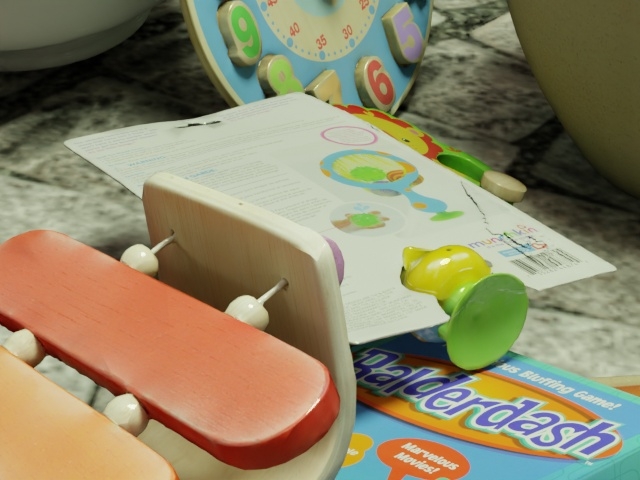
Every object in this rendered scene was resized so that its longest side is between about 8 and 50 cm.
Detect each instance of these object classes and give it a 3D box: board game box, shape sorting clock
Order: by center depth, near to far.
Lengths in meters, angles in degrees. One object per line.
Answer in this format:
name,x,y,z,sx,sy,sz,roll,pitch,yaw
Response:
board game box,0.013,0.099,0.626,0.210,0.047,0.160,-20,23,-34
shape sorting clock,-0.001,-0.152,0.913,0.040,0.206,0.206,-4,20,44

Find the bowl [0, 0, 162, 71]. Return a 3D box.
bowl,-0.178,-0.190,0.987,0.297,0.134,0.298,-2,36,2

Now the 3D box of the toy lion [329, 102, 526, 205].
toy lion,0.047,-0.042,0.881,0.100,0.034,0.096,14,22,-20

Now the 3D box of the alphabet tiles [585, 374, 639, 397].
alphabet tiles,0.276,0.119,0.702,0.285,0.011,0.342,-3,34,-12

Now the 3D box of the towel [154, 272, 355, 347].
towel,-0.014,0.026,0.791,0.148,0.027,0.110,-24,42,-36

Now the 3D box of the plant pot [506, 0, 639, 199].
plant pot,0.223,-0.125,0.905,0.284,0.191,0.284,3,33,-2

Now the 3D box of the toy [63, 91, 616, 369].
toy,0.000,0.000,0.749,0.137,0.056,0.237,-14,27,-32

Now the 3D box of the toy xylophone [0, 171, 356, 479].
toy xylophone,-0.106,0.105,0.507,0.236,0.081,0.322,13,46,47
